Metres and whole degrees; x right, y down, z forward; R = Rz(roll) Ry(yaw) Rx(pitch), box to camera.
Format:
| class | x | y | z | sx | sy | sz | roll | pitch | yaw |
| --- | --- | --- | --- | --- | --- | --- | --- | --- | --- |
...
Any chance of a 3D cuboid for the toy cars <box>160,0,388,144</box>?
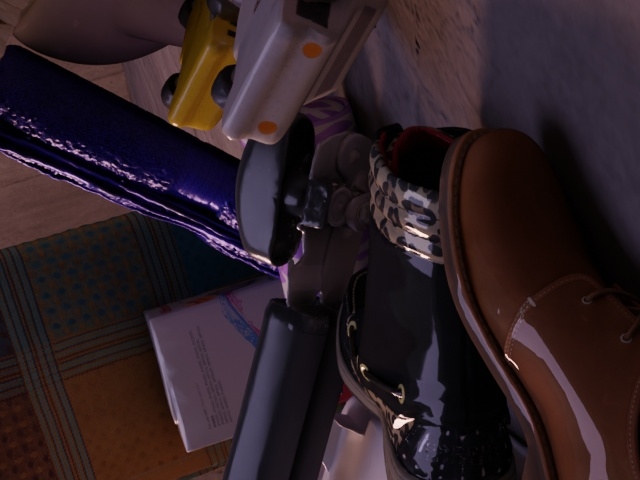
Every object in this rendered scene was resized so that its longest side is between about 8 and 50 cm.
| class | x | y | z | sx | sy | sz | roll | pitch | yaw |
| --- | --- | --- | --- | --- | --- | --- | --- | --- | --- |
| toy cars | -0.023 | -0.141 | 0.792 | 0.393 | 0.087 | 0.176 | -154 | 84 | -75 |

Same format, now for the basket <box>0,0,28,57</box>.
| class | x | y | z | sx | sy | sz | roll | pitch | yaw |
| --- | --- | --- | --- | --- | --- | --- | --- | --- | --- |
| basket | -0.393 | -0.214 | 0.943 | 0.331 | 0.328 | 0.266 | -8 | 55 | 61 |

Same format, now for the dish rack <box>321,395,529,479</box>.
| class | x | y | z | sx | sy | sz | roll | pitch | yaw |
| --- | --- | --- | --- | --- | --- | --- | --- | --- | --- |
| dish rack | 0.034 | 0.235 | 0.789 | 0.333 | 0.072 | 0.286 | -148 | 73 | -77 |

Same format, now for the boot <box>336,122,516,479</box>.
| class | x | y | z | sx | sy | sz | roll | pitch | yaw |
| --- | --- | --- | --- | --- | --- | --- | --- | --- | --- |
| boot | 0.056 | 0.016 | 0.683 | 0.236 | 0.085 | 0.179 | -107 | 14 | -66 |

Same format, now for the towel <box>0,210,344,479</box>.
| class | x | y | z | sx | sy | sz | roll | pitch | yaw |
| --- | --- | --- | --- | --- | --- | --- | --- | --- | --- |
| towel | -0.170 | 0.107 | 1.247 | 0.040 | 0.370 | 0.271 | -12 | 95 | 61 |

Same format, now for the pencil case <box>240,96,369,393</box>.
| class | x | y | z | sx | sy | sz | roll | pitch | yaw |
| --- | --- | --- | --- | --- | --- | --- | --- | --- | --- |
| pencil case | 0.000 | 0.000 | 0.913 | 0.086 | 0.088 | 0.206 | -39 | -57 | -56 |

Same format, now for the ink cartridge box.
| class | x | y | z | sx | sy | sz | roll | pitch | yaw |
| --- | --- | --- | --- | --- | --- | --- | --- | --- | --- |
| ink cartridge box | -0.064 | 0.103 | 1.183 | 0.128 | 0.176 | 0.127 | 180 | 73 | -79 |

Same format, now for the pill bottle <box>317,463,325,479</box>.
| class | x | y | z | sx | sy | sz | roll | pitch | yaw |
| --- | --- | --- | --- | --- | --- | --- | --- | --- | --- |
| pill bottle | 0.008 | 0.354 | 1.197 | 0.323 | 0.181 | 0.181 | 84 | 165 | -47 |

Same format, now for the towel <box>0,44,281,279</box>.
| class | x | y | z | sx | sy | sz | roll | pitch | yaw |
| --- | --- | --- | --- | --- | --- | --- | --- | --- | --- |
| towel | -0.137 | -0.059 | 1.064 | 0.076 | 0.308 | 0.227 | -62 | 17 | 3 |

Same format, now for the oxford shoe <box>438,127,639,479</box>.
| class | x | y | z | sx | sy | sz | roll | pitch | yaw |
| --- | --- | --- | --- | --- | --- | --- | --- | --- | --- |
| oxford shoe | 0.108 | 0.039 | 0.503 | 0.076 | 0.076 | 0.212 | -42 | 58 | 46 |

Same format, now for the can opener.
| class | x | y | z | sx | sy | sz | roll | pitch | yaw |
| --- | --- | --- | --- | --- | --- | --- | --- | --- | --- |
| can opener | -0.020 | 0.057 | 0.841 | 0.093 | 0.074 | 0.280 | 15 | 98 | 34 |

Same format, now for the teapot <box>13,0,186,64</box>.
| class | x | y | z | sx | sy | sz | roll | pitch | yaw |
| --- | --- | --- | --- | --- | --- | --- | --- | --- | --- |
| teapot | -0.153 | -0.260 | 1.093 | 0.252 | 0.187 | 0.256 | -6 | 75 | 60 |
